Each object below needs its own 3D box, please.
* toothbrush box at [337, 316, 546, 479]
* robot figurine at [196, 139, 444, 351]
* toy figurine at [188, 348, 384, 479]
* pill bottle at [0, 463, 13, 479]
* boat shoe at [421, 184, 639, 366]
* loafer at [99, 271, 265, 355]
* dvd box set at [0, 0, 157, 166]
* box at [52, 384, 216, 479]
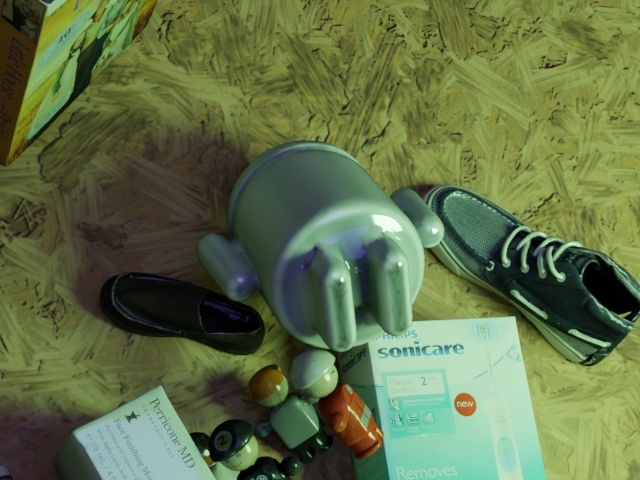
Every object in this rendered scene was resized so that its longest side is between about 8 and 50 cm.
[{"bbox_3d":[0.157,0.256,1.791,0.216,0.126,0.296,0,69,-19],"label":"toothbrush box"},{"bbox_3d":[0.000,0.000,1.747,0.299,0.200,0.353,-11,29,-15],"label":"robot figurine"},{"bbox_3d":[-0.057,0.237,1.676,0.213,0.209,0.148,-42,101,-25],"label":"toy figurine"},{"bbox_3d":[-0.384,0.311,1.605,0.086,0.086,0.152,-17,76,-24],"label":"pill bottle"},{"bbox_3d":[0.296,0.023,1.910,0.340,0.158,0.127,37,62,-2],"label":"boat shoe"},{"bbox_3d":[-0.168,0.082,1.773,0.220,0.078,0.080,13,66,-14],"label":"loafer"},{"bbox_3d":[-0.278,-0.287,1.688,0.062,0.420,0.308,39,62,-1],"label":"dvd box set"},{"bbox_3d":[-0.206,0.288,1.621,0.119,0.182,0.181,-28,80,-25],"label":"box"}]
